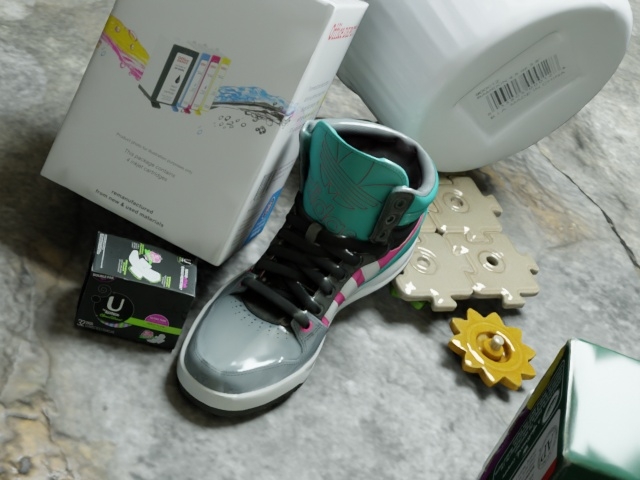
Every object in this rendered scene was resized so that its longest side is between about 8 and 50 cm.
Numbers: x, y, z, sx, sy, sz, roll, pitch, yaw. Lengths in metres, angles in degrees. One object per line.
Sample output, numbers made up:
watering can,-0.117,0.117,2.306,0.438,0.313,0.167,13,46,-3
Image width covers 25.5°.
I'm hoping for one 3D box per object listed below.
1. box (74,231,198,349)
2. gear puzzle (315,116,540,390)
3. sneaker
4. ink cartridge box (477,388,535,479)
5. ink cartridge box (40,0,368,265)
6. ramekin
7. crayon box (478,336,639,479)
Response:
box,-0.146,0.040,1.122,0.083,0.062,0.052,15,36,-12
gear puzzle,0.110,0.011,1.325,0.175,0.044,0.339,0,46,-32
sneaker,0.000,0.000,1.129,0.123,0.178,0.295,30,47,17
ink cartridge box,0.273,0.237,1.068,0.197,0.114,0.273,-2,43,-30
ink cartridge box,-0.091,-0.130,1.180,0.168,0.233,0.171,27,12,5
ramekin,0.158,-0.188,1.332,0.277,0.277,0.135,-10,59,-37
crayon box,0.203,0.260,0.791,0.313,0.363,0.106,21,37,-3
